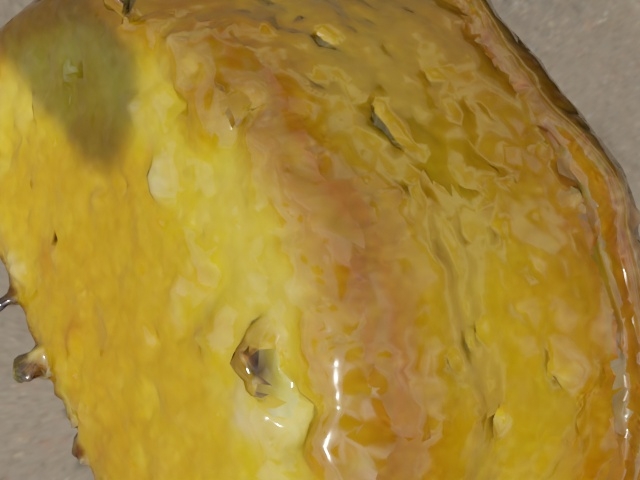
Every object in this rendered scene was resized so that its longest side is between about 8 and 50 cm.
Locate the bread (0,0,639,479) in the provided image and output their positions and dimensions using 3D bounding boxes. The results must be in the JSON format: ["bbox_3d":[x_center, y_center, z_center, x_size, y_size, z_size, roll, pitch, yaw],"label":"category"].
[{"bbox_3d":[0.000,0.000,0.556,0.194,0.179,0.340,-10,61,-37],"label":"bread"}]
